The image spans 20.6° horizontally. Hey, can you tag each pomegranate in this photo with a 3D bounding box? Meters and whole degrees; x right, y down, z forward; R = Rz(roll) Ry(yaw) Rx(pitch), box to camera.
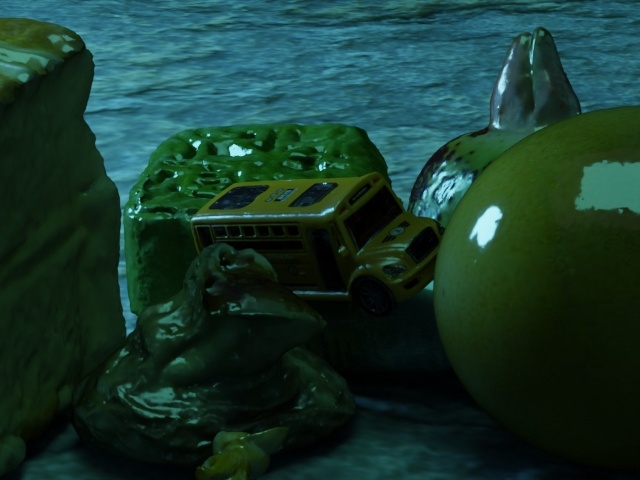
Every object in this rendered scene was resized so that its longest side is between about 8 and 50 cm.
[{"bbox_3d":[0.173,-0.048,1.428,0.214,0.248,0.214,-5,9,1],"label":"pomegranate"}]

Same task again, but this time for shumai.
[{"bbox_3d":[-0.072,0.078,1.251,0.209,0.153,0.161,-2,28,-14],"label":"shumai"}]

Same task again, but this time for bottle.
[{"bbox_3d":[0.000,0.064,1.374,0.269,0.083,0.083,-2,20,17],"label":"bottle"}]

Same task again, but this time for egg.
[{"bbox_3d":[0.235,0.030,1.219,0.322,0.250,0.250,-8,23,-20],"label":"egg"}]

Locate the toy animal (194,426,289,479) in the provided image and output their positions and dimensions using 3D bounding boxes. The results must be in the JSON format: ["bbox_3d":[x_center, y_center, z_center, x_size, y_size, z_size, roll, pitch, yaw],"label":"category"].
[{"bbox_3d":[-0.049,0.160,1.158,0.081,0.060,0.083,37,32,19],"label":"toy animal"}]

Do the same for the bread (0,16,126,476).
[{"bbox_3d":[-0.378,0.004,1.261,0.390,0.279,0.371,7,24,18],"label":"bread"}]

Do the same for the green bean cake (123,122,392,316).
[{"bbox_3d":[-0.047,-0.018,1.522,0.222,0.125,0.248,0,21,3],"label":"green bean cake"}]

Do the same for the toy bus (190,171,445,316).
[{"bbox_3d":[0.000,0.000,1.302,0.194,0.088,0.083,-1,28,39],"label":"toy bus"}]
